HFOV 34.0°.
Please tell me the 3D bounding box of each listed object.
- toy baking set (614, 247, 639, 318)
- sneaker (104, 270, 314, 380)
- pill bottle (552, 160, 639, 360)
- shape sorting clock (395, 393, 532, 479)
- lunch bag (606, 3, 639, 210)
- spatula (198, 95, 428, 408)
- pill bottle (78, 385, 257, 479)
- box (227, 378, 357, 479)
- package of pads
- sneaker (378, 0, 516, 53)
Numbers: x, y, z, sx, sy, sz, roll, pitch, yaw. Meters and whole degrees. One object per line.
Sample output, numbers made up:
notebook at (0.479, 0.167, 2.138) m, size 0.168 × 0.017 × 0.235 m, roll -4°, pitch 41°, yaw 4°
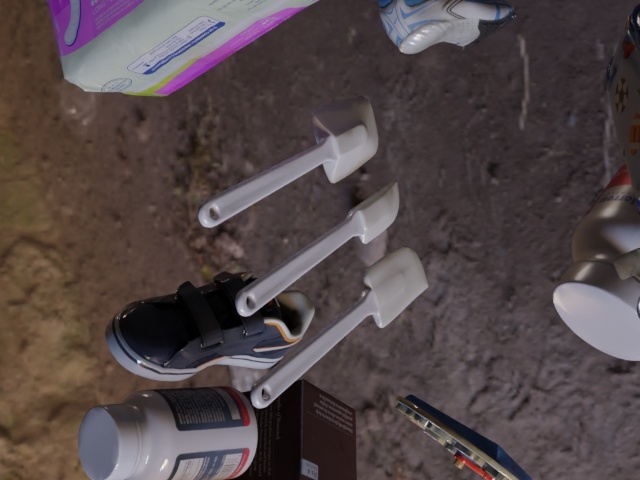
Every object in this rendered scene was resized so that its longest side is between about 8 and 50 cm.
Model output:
toy baking set at (0.500, 0.061, 1.319) m, size 0.256 × 0.030 × 0.196 m, roll 41°, pitch 122°, yaw 23°
sneaker at (-0.139, 0.105, 1.414) m, size 0.127 × 0.321 × 0.126 m, roll -45°, pitch 64°, yaw 28°
pill bottle at (0.540, -0.020, 1.627) m, size 0.229 × 0.407 × 0.229 m, roll 33°, pitch 156°, yaw 17°
shape sorting clock at (0.172, 0.251, 1.241) m, size 0.040 × 0.206 × 0.206 m, roll -56°, pitch 32°, yaw -10°
lunch bag at (0.429, -0.112, 1.046) m, size 0.115 × 0.243 × 0.303 m, roll 100°, pitch 170°, yaw -53°
spatula at (0.000, 0.000, 0.730) m, size 0.019 × 0.242 × 0.168 m, roll -5°, pitch 106°, yaw 35°
pill bottle at (-0.169, 0.217, 1.153) m, size 0.108 × 0.180 × 0.108 m, roll -6°, pitch 82°, yaw 45°
box at (-0.070, 0.336, 1.638) m, size 0.203 × 0.168 × 0.167 m, roll -17°, pitch 56°, yaw 27°
package of pads at (-0.109, -0.267, 0.712) m, size 0.229 × 0.101 × 0.296 m, roll -21°, pitch 78°, yaw 43°
sneaker at (0.157, -0.275, 1.249) m, size 0.085 × 0.237 × 0.086 m, roll -28°, pitch 83°, yaw 40°
